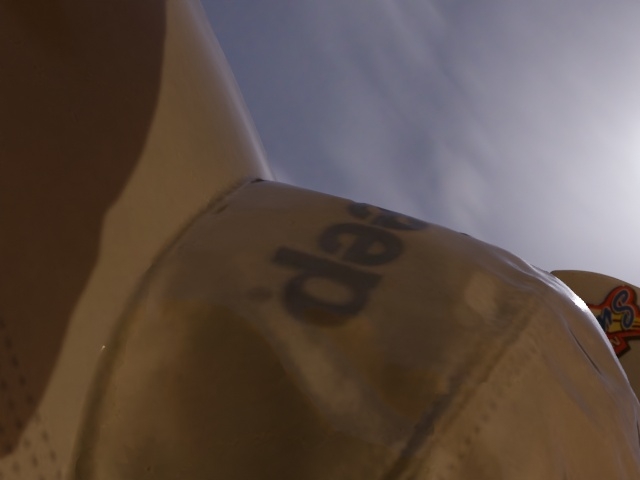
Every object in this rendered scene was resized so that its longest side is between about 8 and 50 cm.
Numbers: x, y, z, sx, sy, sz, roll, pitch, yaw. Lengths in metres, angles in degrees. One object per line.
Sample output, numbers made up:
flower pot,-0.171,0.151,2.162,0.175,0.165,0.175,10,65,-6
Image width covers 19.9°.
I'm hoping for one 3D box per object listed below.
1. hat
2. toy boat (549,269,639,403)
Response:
hat,0.000,0.000,0.443,0.149,0.214,0.244,-5,-70,20
toy boat,0.220,0.128,1.117,0.295,0.129,0.088,57,8,31
